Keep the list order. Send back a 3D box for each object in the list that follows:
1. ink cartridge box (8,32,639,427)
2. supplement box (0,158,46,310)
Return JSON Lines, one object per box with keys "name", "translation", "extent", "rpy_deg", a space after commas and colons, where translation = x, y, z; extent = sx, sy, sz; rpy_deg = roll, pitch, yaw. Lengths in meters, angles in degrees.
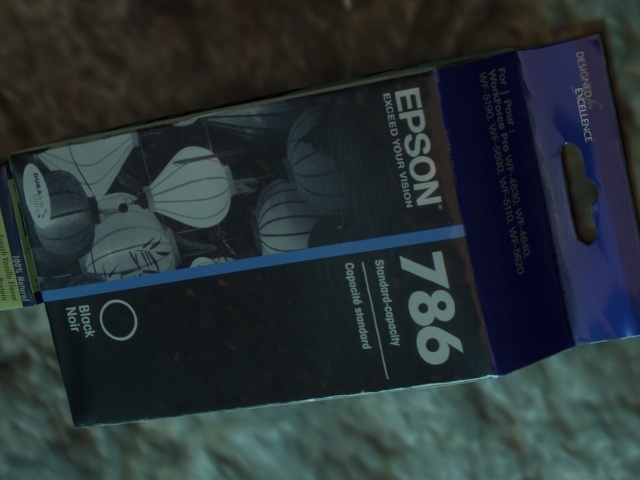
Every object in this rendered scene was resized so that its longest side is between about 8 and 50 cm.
{"name": "ink cartridge box", "translation": [0.000, 0.000, 1.003], "extent": [0.333, 0.065, 0.165], "rpy_deg": [-11, 96, 25]}
{"name": "supplement box", "translation": [-0.192, -0.003, 1.091], "extent": [0.083, 0.056, 0.083], "rpy_deg": [-9, 97, 26]}
